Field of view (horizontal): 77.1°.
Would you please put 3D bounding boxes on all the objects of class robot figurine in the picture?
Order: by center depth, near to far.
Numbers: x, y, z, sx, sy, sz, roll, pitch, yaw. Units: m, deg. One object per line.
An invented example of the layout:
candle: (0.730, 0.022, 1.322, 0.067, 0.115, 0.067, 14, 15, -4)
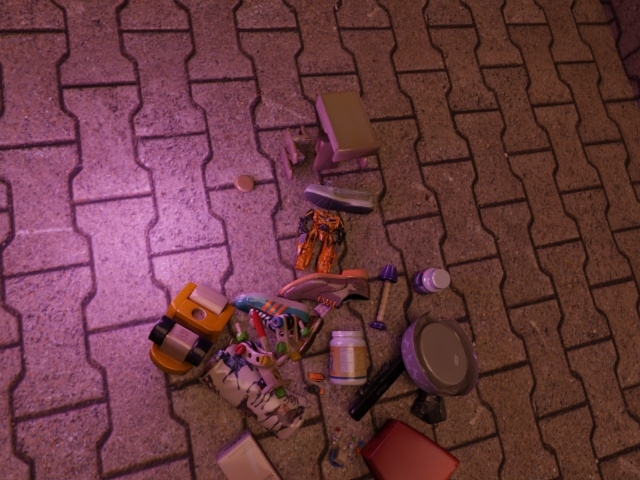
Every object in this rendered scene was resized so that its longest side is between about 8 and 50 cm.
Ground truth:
robot figurine: (0.000, 0.000, 1.689, 0.211, 0.085, 0.290, 17, 75, -10)

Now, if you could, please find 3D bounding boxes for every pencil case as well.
pencil case: (-0.234, 0.549, 1.474, 0.410, 0.160, 0.183, 38, 86, -3)

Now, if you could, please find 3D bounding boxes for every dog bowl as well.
dog bowl: (0.478, 0.466, 1.632, 0.349, 0.102, 0.348, 17, 54, -26)

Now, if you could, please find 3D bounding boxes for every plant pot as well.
plant pot: (0.306, 0.824, 1.503, 0.267, 0.267, 0.236, -42, 77, -18)

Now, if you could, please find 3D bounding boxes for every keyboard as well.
keyboard: (0.227, 0.566, 1.584, 0.317, 0.201, 0.033, -41, 51, -19)

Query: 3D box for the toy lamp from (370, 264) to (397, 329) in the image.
toy lamp: (0.275, 0.240, 1.706, 0.080, 0.080, 0.274, 15, 75, -10)

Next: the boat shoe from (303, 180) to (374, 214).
boat shoe: (0.083, -0.194, 1.741, 0.321, 0.118, 0.102, 10, 70, -15)

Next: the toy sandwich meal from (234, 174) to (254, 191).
toy sandwich meal: (-0.324, -0.238, 1.696, 0.086, 0.029, 0.085, 8, 69, -21)

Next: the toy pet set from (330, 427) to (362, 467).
toy pet set: (0.085, 0.815, 1.557, 0.122, 0.065, 0.114, 35, 38, -7)

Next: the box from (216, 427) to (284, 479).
box: (-0.225, 0.853, 1.429, 0.148, 0.121, 0.311, -35, 88, -19)

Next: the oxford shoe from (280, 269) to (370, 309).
oxford shoe: (0.025, 0.208, 1.603, 0.364, 0.130, 0.132, -9, 62, -7)

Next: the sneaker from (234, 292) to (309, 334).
sneaker: (-0.189, 0.288, 1.555, 0.303, 0.108, 0.120, 13, 53, -12)

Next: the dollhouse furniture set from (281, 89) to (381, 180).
dollhouse furniture set: (0.065, -0.364, 1.617, 0.363, 0.394, 0.256, -12, 72, -16)

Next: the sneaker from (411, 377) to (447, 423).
sneaker: (0.432, 0.643, 1.650, 0.131, 0.087, 0.227, -9, 85, -21)

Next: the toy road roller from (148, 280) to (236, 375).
toy road roller: (-0.485, 0.337, 1.468, 0.203, 0.240, 0.329, 32, 35, -5)

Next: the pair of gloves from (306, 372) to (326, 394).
pair of gloves: (-0.017, 0.570, 1.599, 0.074, 0.010, 0.083, 12, 78, -12)

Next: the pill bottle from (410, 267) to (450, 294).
pill bottle: (0.471, 0.172, 1.713, 0.108, 0.180, 0.107, 3, 77, -13)

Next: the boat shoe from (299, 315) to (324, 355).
boat shoe: (-0.054, 0.381, 1.611, 0.060, 0.064, 0.177, 24, 69, 25)

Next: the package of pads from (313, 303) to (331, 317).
package of pads: (0.014, 0.276, 1.660, 0.083, 0.032, 0.050, -41, 86, -18)

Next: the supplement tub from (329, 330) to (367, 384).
supplement tub: (0.108, 0.459, 1.583, 0.145, 0.144, 0.199, 2, 77, -13)

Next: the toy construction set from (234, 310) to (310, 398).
toy construction set: (-0.154, 0.388, 1.342, 0.258, 0.308, 0.237, -26, 62, -2)
